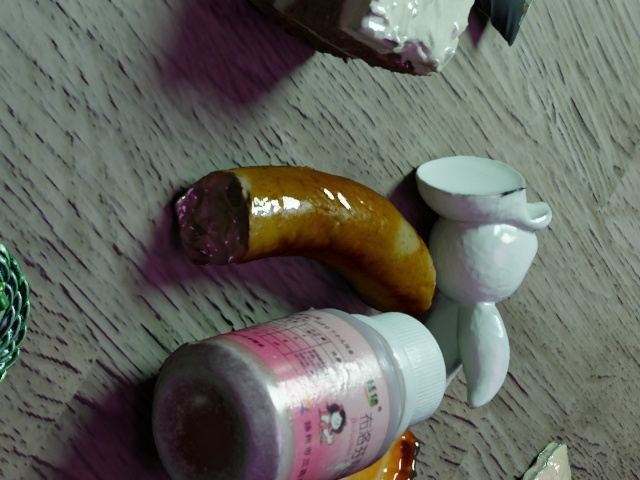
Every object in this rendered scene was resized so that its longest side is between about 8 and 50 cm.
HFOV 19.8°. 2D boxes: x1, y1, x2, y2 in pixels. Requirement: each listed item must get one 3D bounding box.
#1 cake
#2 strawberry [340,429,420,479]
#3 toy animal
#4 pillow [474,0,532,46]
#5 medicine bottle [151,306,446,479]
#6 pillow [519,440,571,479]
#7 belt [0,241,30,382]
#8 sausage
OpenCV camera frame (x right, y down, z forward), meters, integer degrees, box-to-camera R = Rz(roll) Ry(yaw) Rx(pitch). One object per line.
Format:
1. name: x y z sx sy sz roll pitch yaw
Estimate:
1. cake: 0.038 -0.211 1.439 0.135 0.147 0.135 25 81 -49
2. strawberry: 0.010 0.230 1.596 0.140 0.085 0.192 22 62 -36
3. toy animal: 0.147 0.039 1.686 0.130 0.103 0.221 -21 118 -46
4. pillow: 0.177 -0.263 1.671 0.090 0.048 0.150 42 71 -51
5. medicine bottle: -0.011 0.128 1.484 0.247 0.147 0.147 -13 111 -47
6. pillow: 0.242 0.337 1.947 0.126 0.043 0.233 -39 127 -43
7. belt: -0.258 0.046 1.217 0.151 0.079 0.121 38 72 -48
8. sausage: 0.002 -0.005 1.520 0.302 0.076 0.103 17 96 -50
